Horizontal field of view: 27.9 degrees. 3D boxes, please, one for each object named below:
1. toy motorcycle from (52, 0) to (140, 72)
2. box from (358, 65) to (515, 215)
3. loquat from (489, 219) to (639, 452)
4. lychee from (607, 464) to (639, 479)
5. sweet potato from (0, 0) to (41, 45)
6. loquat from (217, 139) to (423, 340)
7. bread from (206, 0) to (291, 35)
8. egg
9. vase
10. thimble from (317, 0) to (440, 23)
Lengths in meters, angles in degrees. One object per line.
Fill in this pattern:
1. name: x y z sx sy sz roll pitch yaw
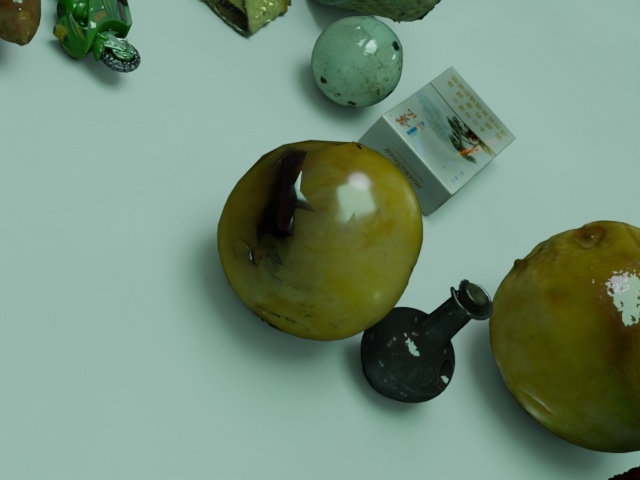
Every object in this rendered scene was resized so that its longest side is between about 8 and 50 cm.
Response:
1. toy motorcycle: -0.285 -0.282 1.596 0.106 0.074 0.190 1 55 -30
2. box: 0.171 -0.146 1.860 0.149 0.067 0.233 46 40 4
3. loquat: 0.354 0.123 1.638 0.284 0.276 0.276 53 37 -15
4. lychee: 0.396 0.350 1.524 0.194 0.194 0.194 23 43 -24
5. sweet potato: -0.428 -0.375 1.528 0.109 0.109 0.385 -13 59 -46
6. loquat: 0.000 0.000 1.462 0.235 0.235 0.235 23 43 -24
7. bread: -0.096 -0.375 1.816 0.152 0.127 0.147 54 37 -15
8. egg: 0.060 -0.252 1.809 0.131 0.131 0.164 51 34 9
9. vase: 0.126 0.110 1.500 0.120 0.183 0.120 22 43 -23
10. thimble: 0.085 -0.468 1.918 0.150 0.271 0.271 5 53 -34
